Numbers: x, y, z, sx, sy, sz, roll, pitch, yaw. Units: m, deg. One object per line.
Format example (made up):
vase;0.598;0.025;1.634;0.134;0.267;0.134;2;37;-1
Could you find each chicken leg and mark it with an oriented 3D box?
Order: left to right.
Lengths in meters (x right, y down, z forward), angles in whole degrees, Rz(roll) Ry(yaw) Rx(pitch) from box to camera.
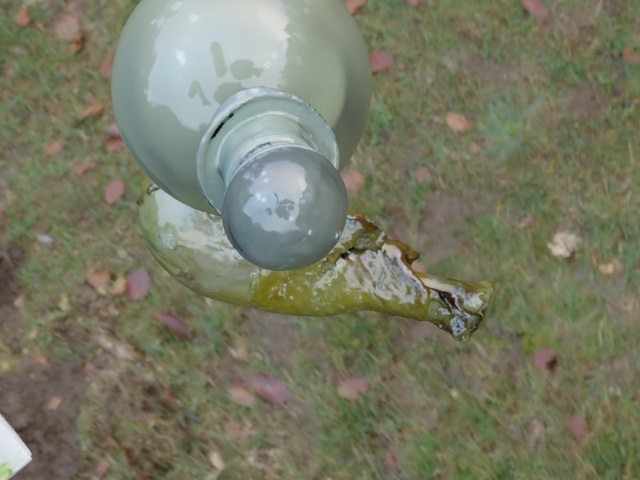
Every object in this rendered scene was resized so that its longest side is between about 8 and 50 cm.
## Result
chicken leg;0.000;0.000;0.602;0.178;0.070;0.093;22;96;6

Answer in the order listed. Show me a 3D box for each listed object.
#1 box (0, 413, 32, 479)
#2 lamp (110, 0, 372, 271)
box;-0.390;0.141;1.010;0.194;0.111;0.260;-41;90;-16
lamp;-0.019;-0.036;0.395;0.091;0.091;0.163;-29;26;2
